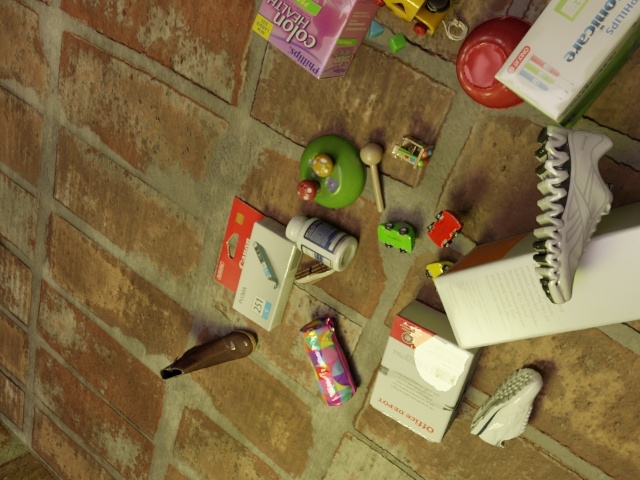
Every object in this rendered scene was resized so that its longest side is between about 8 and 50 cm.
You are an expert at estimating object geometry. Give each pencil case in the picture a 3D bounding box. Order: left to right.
[{"bbox_3d":[0.021,0.320,1.658,0.105,0.104,0.236,-13,100,37],"label":"pencil case"}]

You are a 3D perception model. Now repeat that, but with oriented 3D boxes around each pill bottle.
[{"bbox_3d":[0.000,0.000,1.559,0.169,0.094,0.094,29,121,23],"label":"pill bottle"}]

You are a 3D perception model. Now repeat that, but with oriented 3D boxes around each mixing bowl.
[{"bbox_3d":[0.334,-0.340,1.206,0.182,0.098,0.181,13,113,32],"label":"mixing bowl"}]

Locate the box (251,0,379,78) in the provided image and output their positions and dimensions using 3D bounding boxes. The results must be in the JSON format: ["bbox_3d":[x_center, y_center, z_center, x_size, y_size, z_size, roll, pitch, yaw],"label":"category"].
[{"bbox_3d":[-0.001,-0.517,1.362,0.213,0.117,0.243,41,125,16],"label":"box"}]

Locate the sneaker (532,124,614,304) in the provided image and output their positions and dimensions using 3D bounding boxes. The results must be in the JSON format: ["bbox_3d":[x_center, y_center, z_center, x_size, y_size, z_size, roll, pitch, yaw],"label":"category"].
[{"bbox_3d":[0.408,-0.040,1.002,0.119,0.110,0.291,2,95,6],"label":"sneaker"}]

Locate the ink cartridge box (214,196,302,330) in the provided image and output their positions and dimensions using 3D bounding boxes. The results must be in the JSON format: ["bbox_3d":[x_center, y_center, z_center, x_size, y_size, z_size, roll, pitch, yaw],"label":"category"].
[{"bbox_3d":[-0.192,0.066,1.734,0.261,0.066,0.296,30,121,22],"label":"ink cartridge box"}]

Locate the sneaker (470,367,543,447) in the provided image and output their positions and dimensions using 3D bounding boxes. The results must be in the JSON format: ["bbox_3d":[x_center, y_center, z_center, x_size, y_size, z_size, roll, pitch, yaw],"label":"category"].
[{"bbox_3d":[0.438,0.381,1.409,0.095,0.090,0.235,34,127,6],"label":"sneaker"}]

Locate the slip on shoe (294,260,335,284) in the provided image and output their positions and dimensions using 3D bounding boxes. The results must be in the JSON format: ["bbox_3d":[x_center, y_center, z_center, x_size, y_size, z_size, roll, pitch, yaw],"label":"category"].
[{"bbox_3d":[-0.006,0.087,1.630,0.135,0.051,0.041,-23,132,30],"label":"slip on shoe"}]

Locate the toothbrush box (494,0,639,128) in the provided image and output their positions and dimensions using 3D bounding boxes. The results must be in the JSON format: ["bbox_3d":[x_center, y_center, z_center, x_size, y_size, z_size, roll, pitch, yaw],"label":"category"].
[{"bbox_3d":[0.419,-0.303,1.019,0.122,0.283,0.206,41,111,15],"label":"toothbrush box"}]

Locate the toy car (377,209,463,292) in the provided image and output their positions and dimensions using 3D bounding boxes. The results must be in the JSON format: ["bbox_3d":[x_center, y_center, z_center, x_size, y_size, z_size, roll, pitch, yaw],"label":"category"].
[{"bbox_3d":[0.231,0.004,1.412,0.225,0.053,0.238,23,134,37],"label":"toy car"}]

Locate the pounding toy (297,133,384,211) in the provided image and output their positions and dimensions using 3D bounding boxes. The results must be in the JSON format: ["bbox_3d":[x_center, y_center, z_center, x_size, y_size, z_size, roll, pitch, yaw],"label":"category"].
[{"bbox_3d":[0.027,-0.152,1.477,0.237,0.110,0.182,10,112,32],"label":"pounding toy"}]

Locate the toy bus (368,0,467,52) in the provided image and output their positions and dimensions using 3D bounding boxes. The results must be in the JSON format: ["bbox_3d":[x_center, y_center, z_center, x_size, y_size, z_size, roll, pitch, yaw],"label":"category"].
[{"bbox_3d":[0.187,-0.481,1.203,0.202,0.104,0.190,-12,91,-4],"label":"toy bus"}]

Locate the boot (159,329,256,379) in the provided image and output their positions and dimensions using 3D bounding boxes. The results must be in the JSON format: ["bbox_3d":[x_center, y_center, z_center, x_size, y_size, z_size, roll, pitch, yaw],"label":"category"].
[{"bbox_3d":[-0.330,0.351,1.840,0.249,0.207,0.090,-18,96,38],"label":"boot"}]

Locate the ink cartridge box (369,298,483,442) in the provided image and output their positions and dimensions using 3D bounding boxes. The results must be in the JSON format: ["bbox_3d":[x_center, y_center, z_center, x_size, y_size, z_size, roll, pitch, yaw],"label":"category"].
[{"bbox_3d":[0.252,0.310,1.481,0.197,0.114,0.272,26,119,24],"label":"ink cartridge box"}]

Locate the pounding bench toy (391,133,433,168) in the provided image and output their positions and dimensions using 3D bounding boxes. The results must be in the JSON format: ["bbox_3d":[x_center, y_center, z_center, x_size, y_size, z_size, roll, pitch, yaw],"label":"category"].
[{"bbox_3d":[0.200,-0.191,1.359,0.065,0.083,0.052,35,123,21],"label":"pounding bench toy"}]

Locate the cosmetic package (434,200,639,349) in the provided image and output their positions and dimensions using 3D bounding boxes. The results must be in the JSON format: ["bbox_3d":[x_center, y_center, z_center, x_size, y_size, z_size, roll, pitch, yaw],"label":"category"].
[{"bbox_3d":[0.475,0.058,1.167,0.453,0.230,0.161,-19,94,37],"label":"cosmetic package"}]
